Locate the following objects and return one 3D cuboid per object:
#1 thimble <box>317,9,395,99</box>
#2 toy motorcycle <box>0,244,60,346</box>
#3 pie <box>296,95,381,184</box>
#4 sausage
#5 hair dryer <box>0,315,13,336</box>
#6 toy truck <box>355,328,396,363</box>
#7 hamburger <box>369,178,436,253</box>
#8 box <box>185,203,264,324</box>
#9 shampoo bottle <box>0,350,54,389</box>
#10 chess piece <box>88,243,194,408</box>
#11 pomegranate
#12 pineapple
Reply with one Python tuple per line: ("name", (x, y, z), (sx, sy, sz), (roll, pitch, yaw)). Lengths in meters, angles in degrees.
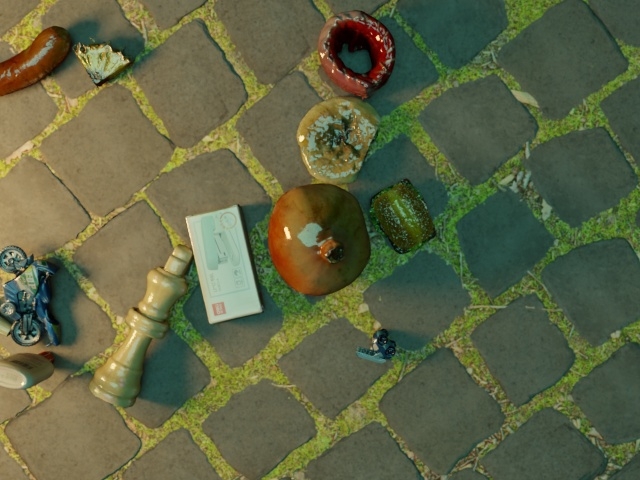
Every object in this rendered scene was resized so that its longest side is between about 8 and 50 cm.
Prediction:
("thimble", (0.084, -0.435, 1.652), (0.163, 0.125, 0.189), (-42, 91, 2))
("toy motorcycle", (-0.678, 0.132, 1.684), (0.135, 0.092, 0.254), (-7, 101, -9))
("pie", (0.036, -0.243, 1.696), (0.185, 0.052, 0.218), (19, 89, 4))
("sausage", (-0.719, -0.404, 1.671), (0.302, 0.076, 0.103), (-23, 93, 0))
("hair dryer", (-0.833, 0.228, 1.708), (0.167, 0.067, 0.199), (20, 102, -7))
("toy truck", (0.133, 0.260, 1.712), (0.090, 0.056, 0.073), (-31, 98, 13))
("hamburger", (0.194, -0.052, 1.683), (0.137, 0.087, 0.166), (-29, 92, 1))
("box", (-0.222, 0.057, 1.688), (0.135, 0.079, 0.269), (-12, 92, 0))
("shampoo bottle", (-0.665, 0.289, 1.620), (0.108, 0.221, 0.051), (16, 90, 0))
("chess piece", (-0.409, 0.190, 1.679), (0.117, 0.117, 0.397), (26, 89, -1))
("pomegranate", (0.000, 0.000, 1.594), (0.229, 0.270, 0.252), (-8, 99, -8))
("pineapple", (-0.513, -0.416, 1.677), (0.137, 0.069, 0.116), (8, 91, -2))
